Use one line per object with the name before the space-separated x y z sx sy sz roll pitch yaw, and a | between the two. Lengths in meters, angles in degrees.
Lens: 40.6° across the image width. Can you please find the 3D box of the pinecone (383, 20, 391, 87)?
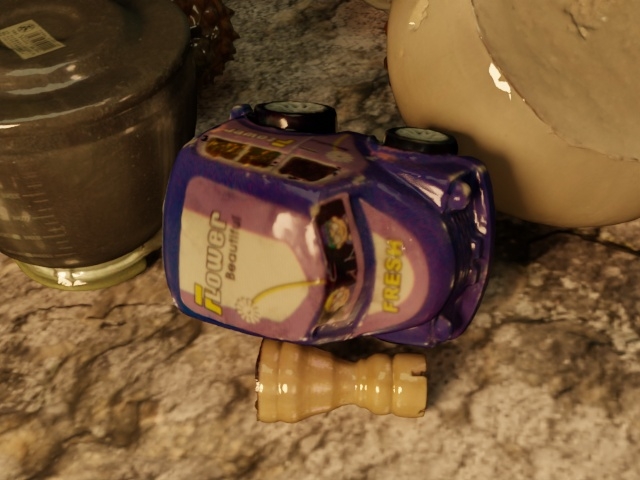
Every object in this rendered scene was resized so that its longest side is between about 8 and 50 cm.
pinecone | 0.125 -0.198 0.904 0.140 0.140 0.120 21 58 28

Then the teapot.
teapot | -0.258 -0.068 0.735 0.322 0.239 0.239 -12 41 -12

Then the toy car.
toy car | 0.000 0.000 0.629 0.235 0.172 0.158 12 21 24

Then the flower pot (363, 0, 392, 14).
flower pot | 0.115 -0.390 1.043 0.246 0.246 0.195 7 42 16

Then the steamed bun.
steamed bun | 0.213 -0.165 0.749 0.324 0.206 0.324 2 79 -12

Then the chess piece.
chess piece | 0.016 0.104 0.632 0.122 0.066 0.066 2 42 5

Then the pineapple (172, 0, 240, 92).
pineapple | -0.169 -0.234 0.964 0.166 0.166 0.193 -28 42 -22
